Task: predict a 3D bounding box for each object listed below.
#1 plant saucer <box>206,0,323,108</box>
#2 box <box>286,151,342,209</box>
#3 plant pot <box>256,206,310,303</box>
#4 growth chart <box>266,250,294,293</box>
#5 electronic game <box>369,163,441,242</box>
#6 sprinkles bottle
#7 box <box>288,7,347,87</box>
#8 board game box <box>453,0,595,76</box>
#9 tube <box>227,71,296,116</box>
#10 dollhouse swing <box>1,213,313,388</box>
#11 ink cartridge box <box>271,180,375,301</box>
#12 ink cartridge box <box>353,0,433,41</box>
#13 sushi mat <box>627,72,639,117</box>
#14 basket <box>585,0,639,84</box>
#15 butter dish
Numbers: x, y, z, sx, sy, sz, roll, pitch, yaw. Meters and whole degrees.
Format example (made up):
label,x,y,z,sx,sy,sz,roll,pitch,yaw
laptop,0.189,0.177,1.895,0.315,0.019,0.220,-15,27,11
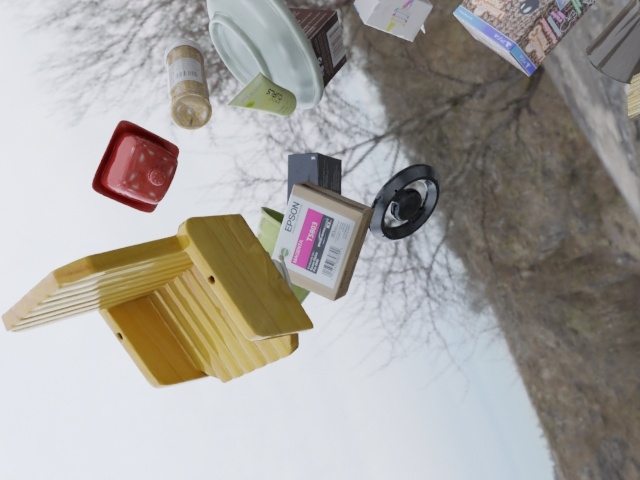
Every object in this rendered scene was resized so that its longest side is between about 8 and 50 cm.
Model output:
label,x,y,z,sx,sy,sz,roll,pitch,yaw
plant saucer,-0.159,-0.457,1.818,0.400,0.100,0.400,44,164,16
box,-0.015,-0.145,2.036,0.158,0.093,0.156,5,-94,-66
plant pot,-0.107,0.081,2.177,0.276,0.254,0.276,29,-173,-4
growth chart,-0.151,0.051,1.494,0.237,0.021,0.172,17,-139,-31
electronic game,0.213,-0.091,1.927,0.048,0.229,0.229,44,175,37
sprinkles bottle,-0.392,-0.464,2.259,0.355,0.121,0.121,-106,-11,-49
box,-0.059,-0.546,2.191,0.167,0.203,0.169,-56,-36,-36
board game box,0.537,-0.620,1.987,0.141,0.291,0.232,26,-162,-50
tube,-0.115,-0.297,1.598,0.240,0.062,0.070,-7,-75,-73
dollhouse swing,-0.270,0.150,1.248,0.315,0.346,0.305,57,-137,-4
ink cartridge box,0.000,0.000,1.848,0.088,0.193,0.235,-22,-48,-65
ink cartridge box,0.161,-0.497,1.636,0.143,0.090,0.092,12,-143,-28
sushi mat,0.745,-0.349,1.496,0.019,0.316,0.151,42,-132,-20
basket,0.890,-0.579,2.159,0.227,0.204,0.154,107,-173,-55
butter dish,-0.352,-0.138,1.551,0.159,0.160,0.118,25,178,-42
